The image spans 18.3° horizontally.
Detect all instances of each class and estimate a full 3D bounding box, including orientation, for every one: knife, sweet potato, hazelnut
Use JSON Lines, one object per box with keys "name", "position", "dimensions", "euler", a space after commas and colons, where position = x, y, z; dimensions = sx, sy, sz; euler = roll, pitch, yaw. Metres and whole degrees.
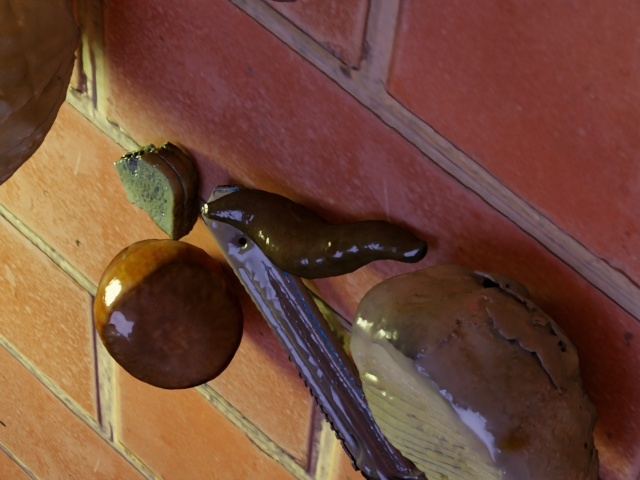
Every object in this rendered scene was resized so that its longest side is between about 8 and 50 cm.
{"name": "knife", "position": [0.004, 0.099, 1.848], "dimensions": [0.089, 0.043, 0.365], "euler": [-27, 101, 29]}
{"name": "sweet potato", "position": [0.002, 0.002, 1.706], "dimensions": [0.249, 0.059, 0.069], "euler": [15, 125, 43]}
{"name": "hazelnut", "position": [-0.151, 0.071, 1.945], "dimensions": [0.150, 0.150, 0.150], "euler": [37, 151, 25]}

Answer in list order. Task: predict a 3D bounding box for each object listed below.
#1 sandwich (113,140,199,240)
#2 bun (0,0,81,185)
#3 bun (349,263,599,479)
{"name": "sandwich", "position": [-0.154, -0.060, 1.886], "dimensions": [0.093, 0.036, 0.105], "euler": [42, 152, 17]}
{"name": "bun", "position": [-0.341, -0.200, 1.766], "dimensions": [0.352, 0.227, 0.349], "euler": [103, 145, -65]}
{"name": "bun", "position": [0.128, 0.116, 1.562], "dimensions": [0.239, 0.141, 0.239], "euler": [43, 158, 21]}
